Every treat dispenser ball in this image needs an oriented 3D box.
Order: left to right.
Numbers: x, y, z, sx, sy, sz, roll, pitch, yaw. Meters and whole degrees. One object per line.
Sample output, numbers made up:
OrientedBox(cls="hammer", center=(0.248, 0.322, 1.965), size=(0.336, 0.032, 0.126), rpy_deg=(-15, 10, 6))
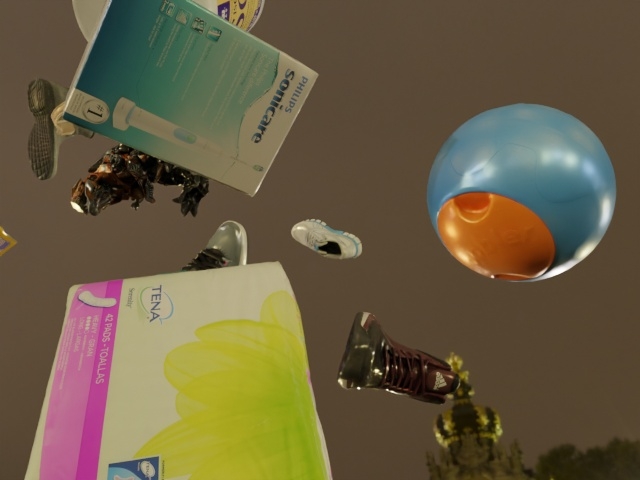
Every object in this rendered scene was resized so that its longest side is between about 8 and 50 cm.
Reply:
OrientedBox(cls="treat dispenser ball", center=(0.321, -0.076, 0.932), size=(0.288, 0.288, 0.288), rpy_deg=(-2, -37, -2))

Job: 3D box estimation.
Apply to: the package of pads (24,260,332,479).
OrientedBox(cls="package of pads", center=(-0.117, 0.145, 0.512), size=(0.229, 0.296, 0.101), rpy_deg=(-6, -52, -9))

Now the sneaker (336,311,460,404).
OrientedBox(cls="sneaker", center=(0.122, 0.178, 0.822), size=(0.163, 0.106, 0.281), rpy_deg=(15, -9, 13))

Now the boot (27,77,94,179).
OrientedBox(cls="boot", center=(-0.618, -0.266, 1.396), size=(0.084, 0.246, 0.161), rpy_deg=(1, 2, 29))

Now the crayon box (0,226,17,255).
OrientedBox(cls="crayon box", center=(-0.632, -0.010, 0.859), size=(0.083, 0.203, 0.323), rpy_deg=(41, -17, 11))

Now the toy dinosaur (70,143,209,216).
OrientedBox(cls="toy dinosaur", center=(-0.328, -0.165, 1.102), size=(0.219, 0.321, 0.164), rpy_deg=(20, -14, 30))

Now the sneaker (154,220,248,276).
OrientedBox(cls="sneaker", center=(-0.272, 0.078, 1.239), size=(0.124, 0.295, 0.178), rpy_deg=(16, -8, 26))

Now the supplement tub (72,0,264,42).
OrientedBox(cls="supplement tub", center=(-0.268, -0.456, 1.061), size=(0.241, 0.331, 0.240), rpy_deg=(10, -55, 15))

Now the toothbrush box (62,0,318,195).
OrientedBox(cls="toothbrush box", center=(-0.188, -0.226, 0.837), size=(0.296, 0.126, 0.216), rpy_deg=(21, -72, -28))

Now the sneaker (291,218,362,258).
OrientedBox(cls="sneaker", center=(0.000, 0.000, 1.362), size=(0.191, 0.083, 0.071), rpy_deg=(16, -67, 31))

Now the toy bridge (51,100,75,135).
OrientedBox(cls="toy bridge", center=(-0.540, -0.268, 1.222), size=(0.063, 0.026, 0.188), rpy_deg=(-24, 0, -40))
